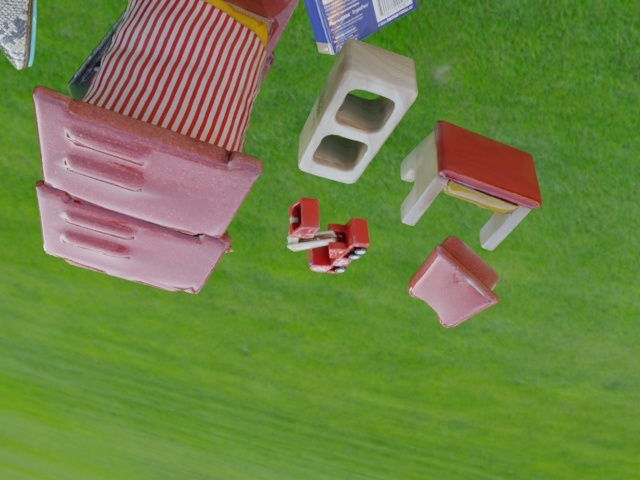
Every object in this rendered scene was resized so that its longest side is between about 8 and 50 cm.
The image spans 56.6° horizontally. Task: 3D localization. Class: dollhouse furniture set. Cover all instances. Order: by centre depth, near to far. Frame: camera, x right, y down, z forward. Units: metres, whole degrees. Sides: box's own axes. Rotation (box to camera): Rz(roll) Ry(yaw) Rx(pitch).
[{"bbox_3d":[0.018,-0.057,0.438,0.374,0.201,0.152,16,143,-15],"label":"dollhouse furniture set"}]

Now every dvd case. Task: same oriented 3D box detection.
[{"bbox_3d":[-0.294,-0.254,0.842,0.018,0.164,0.221,37,-173,-37],"label":"dvd case"}]

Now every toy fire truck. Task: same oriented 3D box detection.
[{"bbox_3d":[0.000,0.000,0.912,0.135,0.047,0.192,4,157,-19],"label":"toy fire truck"}]

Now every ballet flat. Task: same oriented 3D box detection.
[{"bbox_3d":[-0.623,-0.578,1.174,0.182,0.164,0.482,3,130,-40],"label":"ballet flat"}]

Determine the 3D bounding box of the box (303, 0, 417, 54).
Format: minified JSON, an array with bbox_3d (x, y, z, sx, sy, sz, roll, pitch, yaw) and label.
[{"bbox_3d":[0.026,-0.338,0.646,0.036,0.136,0.225,32,149,48],"label":"box"}]
